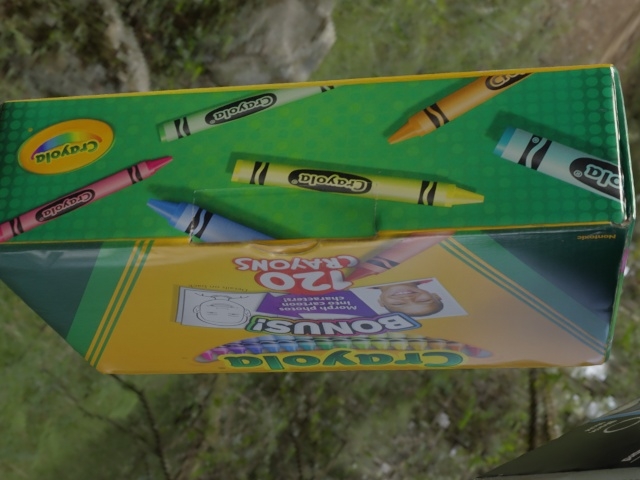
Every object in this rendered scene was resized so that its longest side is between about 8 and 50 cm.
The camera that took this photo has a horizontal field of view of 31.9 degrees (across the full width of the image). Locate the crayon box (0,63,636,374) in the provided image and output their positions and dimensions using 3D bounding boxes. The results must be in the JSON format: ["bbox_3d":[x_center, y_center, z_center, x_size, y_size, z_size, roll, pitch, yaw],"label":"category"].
[{"bbox_3d":[0.000,0.000,0.542,0.165,0.279,0.081,68,22,-63],"label":"crayon box"}]

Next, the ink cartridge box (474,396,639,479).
[{"bbox_3d":[0.202,0.079,0.466,0.206,0.045,0.208,-17,177,-29],"label":"ink cartridge box"}]
